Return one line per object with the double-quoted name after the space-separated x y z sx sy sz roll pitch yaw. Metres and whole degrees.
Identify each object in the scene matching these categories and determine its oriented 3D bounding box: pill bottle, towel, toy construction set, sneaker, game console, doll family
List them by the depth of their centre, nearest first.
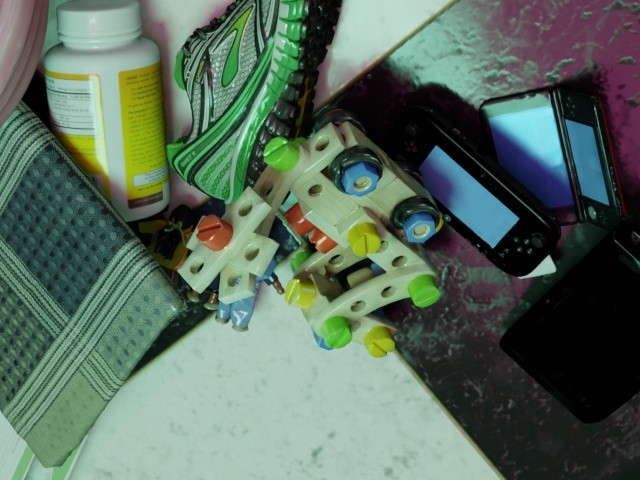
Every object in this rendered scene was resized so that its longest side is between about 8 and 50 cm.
0.000 0.000 1.460 0.215 0.328 0.151 -37 60 16 "toy construction set"
-0.071 -0.194 1.477 0.146 0.134 0.343 19 109 9 "sneaker"
0.229 -0.072 1.491 0.085 0.124 0.144 -19 106 -12 "game console"
0.201 0.014 1.510 0.361 0.044 0.213 42 136 5 "game console"
-0.216 -0.133 1.531 0.117 0.117 0.215 1 109 10 "pill bottle"
-0.301 0.040 1.564 0.312 0.056 0.324 48 129 9 "towel"
-0.127 0.017 1.593 0.193 0.076 0.111 21 107 -2 "doll family"

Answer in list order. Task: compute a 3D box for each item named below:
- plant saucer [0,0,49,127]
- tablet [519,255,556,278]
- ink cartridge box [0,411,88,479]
-0.382 -0.202 1.479 0.332 0.084 0.332 -14 66 34 "plant saucer"
0.204 0.000 1.544 0.054 0.006 0.083 -14 109 49 "tablet"
-0.392 0.222 1.718 0.235 0.056 0.171 26 112 -2 "ink cartridge box"
